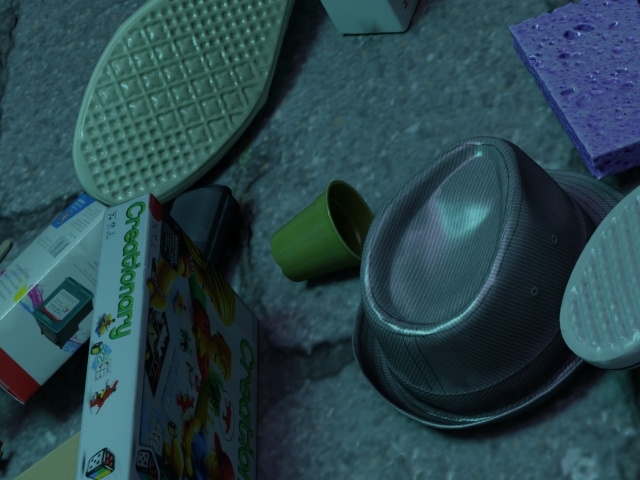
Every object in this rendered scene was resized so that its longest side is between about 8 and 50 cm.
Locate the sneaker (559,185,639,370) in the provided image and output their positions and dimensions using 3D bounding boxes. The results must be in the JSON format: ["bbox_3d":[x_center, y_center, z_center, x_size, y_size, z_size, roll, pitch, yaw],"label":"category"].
[{"bbox_3d":[0.319,-0.019,1.156,0.321,0.127,0.126,-52,40,2],"label":"sneaker"}]

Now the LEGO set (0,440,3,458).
[{"bbox_3d":[-0.365,0.245,1.406,0.182,0.060,0.244,-37,43,-6],"label":"LEGO set"}]

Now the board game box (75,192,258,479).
[{"bbox_3d":[-0.117,0.136,1.242,0.053,0.193,0.305,-18,46,19],"label":"board game box"}]

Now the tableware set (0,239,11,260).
[{"bbox_3d":[-0.424,0.058,1.615,0.128,0.039,0.194,9,59,38],"label":"tableware set"}]

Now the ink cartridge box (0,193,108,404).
[{"bbox_3d":[-0.269,0.067,1.448,0.231,0.078,0.134,-46,20,-8],"label":"ink cartridge box"}]

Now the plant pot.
[{"bbox_3d":[0.000,0.000,1.376,0.079,0.083,0.083,-28,42,26],"label":"plant pot"}]

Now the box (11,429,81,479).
[{"bbox_3d":[-0.235,0.271,1.298,0.201,0.021,0.164,-36,56,3],"label":"box"}]

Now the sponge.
[{"bbox_3d":[0.256,-0.144,1.347,0.117,0.031,0.210,-20,42,-1],"label":"sponge"}]

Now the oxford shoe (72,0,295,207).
[{"bbox_3d":[-0.118,-0.220,1.608,0.449,0.169,0.130,-65,8,-17],"label":"oxford shoe"}]

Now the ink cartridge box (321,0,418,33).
[{"bbox_3d":[0.038,-0.328,1.535,0.086,0.203,0.148,3,56,31],"label":"ink cartridge box"}]

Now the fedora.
[{"bbox_3d":[0.123,0.013,1.244,0.243,0.124,0.275,12,61,38],"label":"fedora"}]

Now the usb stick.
[{"bbox_3d":[-0.141,0.067,1.423,0.077,0.045,0.278,-7,51,32],"label":"usb stick"}]
